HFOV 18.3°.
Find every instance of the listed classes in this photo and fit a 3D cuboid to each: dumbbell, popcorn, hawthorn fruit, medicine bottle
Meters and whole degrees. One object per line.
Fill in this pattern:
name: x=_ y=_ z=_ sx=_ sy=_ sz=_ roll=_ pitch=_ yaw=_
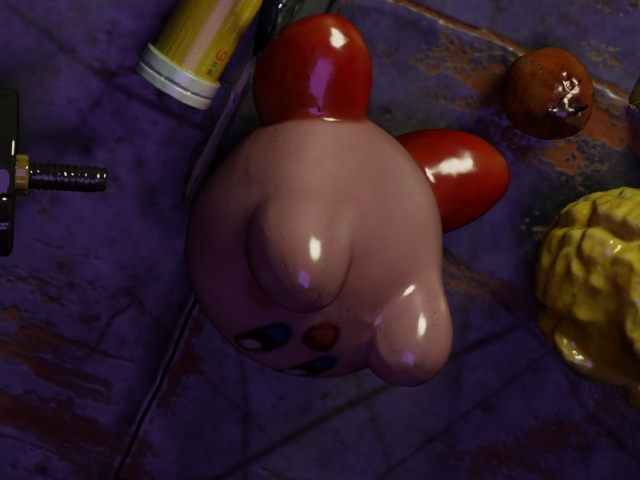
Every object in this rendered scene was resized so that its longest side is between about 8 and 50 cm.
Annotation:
dumbbell: x=-0.340 y=-0.061 z=1.646 sx=0.325 sy=0.143 sz=0.143 roll=3 pitch=110 yaw=-9
popcorn: x=0.301 y=0.047 z=1.750 sx=0.226 sy=0.203 sz=0.200 roll=-21 pitch=73 yaw=27
hawthorn fruit: x=0.200 y=-0.124 z=1.717 sx=0.081 sy=0.093 sz=0.081 roll=-2 pitch=109 yaw=-7
medicine bottle: x=-0.072 y=-0.218 z=1.661 sx=0.074 sy=0.074 sz=0.218 roll=28 pitch=103 yaw=-16

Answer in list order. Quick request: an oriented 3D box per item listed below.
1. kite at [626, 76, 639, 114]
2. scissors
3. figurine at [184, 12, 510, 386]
kite: x=0.338 y=-0.137 z=1.732 sx=0.160 sy=0.010 sz=0.183 roll=-14 pitch=79 yaw=36
scissors: x=-0.057 y=-0.151 z=1.691 sx=0.022 sy=0.109 sz=0.300 roll=34 pitch=117 yaw=8
figurine: x=-0.002 y=-0.005 z=1.685 sx=0.211 sy=0.261 sz=0.270 roll=-19 pitch=137 yaw=41
